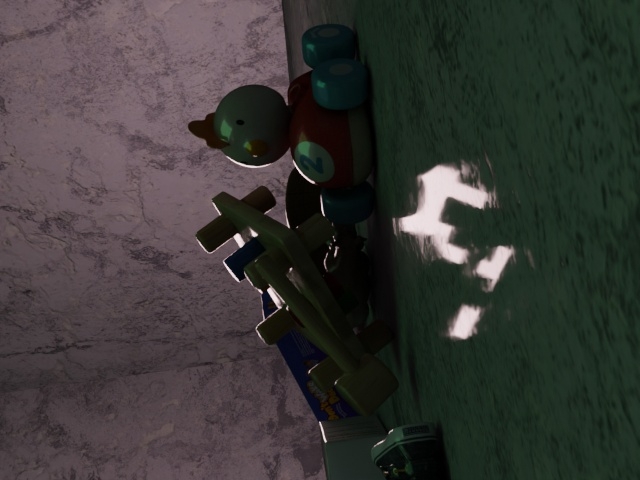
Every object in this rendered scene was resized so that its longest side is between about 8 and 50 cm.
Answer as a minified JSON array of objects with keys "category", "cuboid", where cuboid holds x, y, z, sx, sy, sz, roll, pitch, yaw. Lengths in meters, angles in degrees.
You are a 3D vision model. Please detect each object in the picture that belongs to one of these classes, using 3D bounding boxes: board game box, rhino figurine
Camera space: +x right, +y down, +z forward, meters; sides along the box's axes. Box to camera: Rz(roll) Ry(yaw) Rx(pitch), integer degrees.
[{"category":"board game box","cuboid":[-0.009,0.209,1.759,0.233,0.078,0.347,-104,-10,-62]},{"category":"rhino figurine","cuboid":[0.041,0.038,1.423,0.106,0.073,0.243,-95,2,-47]}]

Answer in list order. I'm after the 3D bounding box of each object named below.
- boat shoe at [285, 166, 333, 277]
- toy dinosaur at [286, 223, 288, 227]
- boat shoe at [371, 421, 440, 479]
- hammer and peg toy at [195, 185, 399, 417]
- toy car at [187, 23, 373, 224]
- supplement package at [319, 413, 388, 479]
[{"category":"boat shoe","cuboid":[0.000,0.000,1.772,0.098,0.109,0.302,93,163,-74]},{"category":"toy dinosaur","cuboid":[-0.009,-0.008,2.079,0.313,0.121,0.160,-114,4,-63]},{"category":"boat shoe","cuboid":[0.096,0.261,1.023,0.183,0.065,0.083,93,171,-67]},{"category":"hammer and peg toy","cuboid":[-0.016,0.067,1.225,0.266,0.127,0.361,60,165,-26]},{"category":"toy car","cuboid":[-0.058,-0.146,1.250,0.210,0.238,0.219,-102,5,-53]},{"category":"supplement package","cuboid":[0.059,0.361,1.544,0.179,0.105,0.105,-163,66,-87]}]
